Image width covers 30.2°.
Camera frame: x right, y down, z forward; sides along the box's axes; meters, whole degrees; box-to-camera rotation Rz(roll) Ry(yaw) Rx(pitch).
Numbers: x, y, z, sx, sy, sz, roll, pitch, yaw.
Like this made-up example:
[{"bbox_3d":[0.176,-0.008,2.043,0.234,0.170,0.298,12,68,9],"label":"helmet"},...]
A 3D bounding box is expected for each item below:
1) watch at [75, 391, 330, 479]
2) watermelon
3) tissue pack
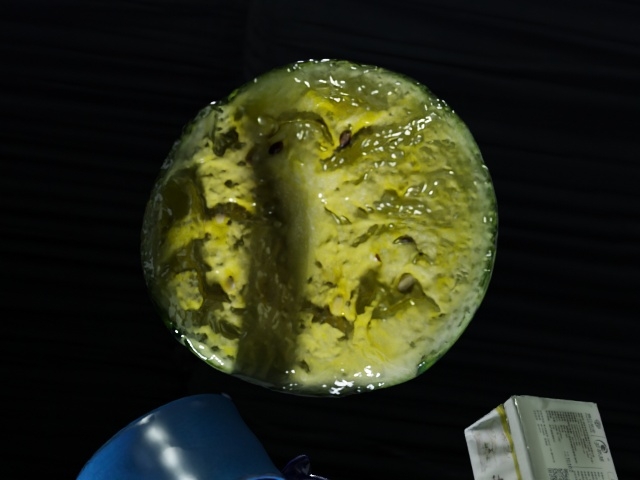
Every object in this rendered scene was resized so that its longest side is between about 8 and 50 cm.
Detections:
[{"bbox_3d":[-0.101,0.227,1.021,0.196,0.171,0.200,-44,-30,-11],"label":"watch"},{"bbox_3d":[0.000,0.000,1.156,0.189,0.331,0.331,92,-177,-71],"label":"watermelon"},{"bbox_3d":[0.209,0.231,1.091,0.099,0.106,0.149,-48,41,47],"label":"tissue pack"}]
